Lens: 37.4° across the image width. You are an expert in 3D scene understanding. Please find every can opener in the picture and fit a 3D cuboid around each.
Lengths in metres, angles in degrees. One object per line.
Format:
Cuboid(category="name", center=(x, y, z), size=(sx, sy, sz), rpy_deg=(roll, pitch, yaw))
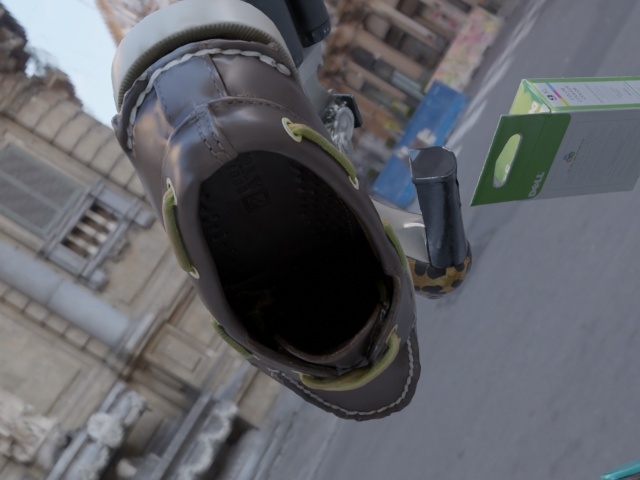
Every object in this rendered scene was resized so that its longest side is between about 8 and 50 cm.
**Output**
Cuboid(category="can opener", center=(-0.041, -0.139, 0.623), size=(0.074, 0.093, 0.280), rpy_deg=(-57, -40, -39))

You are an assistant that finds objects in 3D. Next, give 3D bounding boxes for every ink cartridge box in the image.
Cuboid(category="ink cartridge box", center=(0.237, -0.101, 0.945), size=(0.062, 0.209, 0.109), rpy_deg=(-120, 33, -41))

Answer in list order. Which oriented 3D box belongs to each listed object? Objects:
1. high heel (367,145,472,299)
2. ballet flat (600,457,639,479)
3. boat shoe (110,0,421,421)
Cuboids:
Cuboid(category="high heel", center=(0.000, 0.000, 0.832), size=(0.186, 0.261, 0.093), rpy_deg=(74, -160, -50))
Cuboid(category="ballet flat", center=(0.319, 0.151, 0.635), size=(0.095, 0.096, 0.280), rpy_deg=(-7, -26, -43))
Cuboid(category="boat shoe", center=(-0.007, 0.024, 0.504), size=(0.116, 0.097, 0.324), rpy_deg=(-24, -41, 1))
